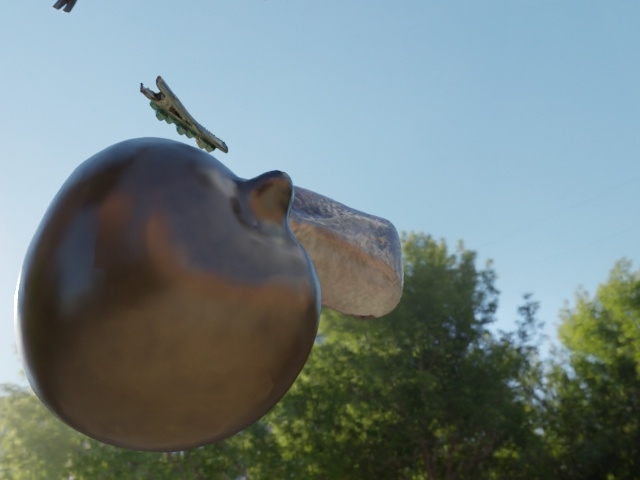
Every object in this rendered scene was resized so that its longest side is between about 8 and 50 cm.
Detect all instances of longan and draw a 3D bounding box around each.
[{"bbox_3d":[-0.138,0.045,0.693,0.301,0.300,0.243,-13,-10,0],"label":"longan"}]

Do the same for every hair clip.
[{"bbox_3d":[-0.196,-0.174,1.058,0.049,0.049,0.173,-24,-39,21],"label":"hair clip"}]

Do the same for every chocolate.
[{"bbox_3d":[0.000,0.000,1.096,0.303,0.185,0.100,19,-45,-23],"label":"chocolate"}]

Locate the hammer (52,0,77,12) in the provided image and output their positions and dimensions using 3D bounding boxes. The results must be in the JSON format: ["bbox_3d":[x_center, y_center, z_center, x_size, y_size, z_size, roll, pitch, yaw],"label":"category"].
[{"bbox_3d":[-0.428,-0.422,1.126,0.033,0.111,0.287,15,9,3],"label":"hammer"}]
